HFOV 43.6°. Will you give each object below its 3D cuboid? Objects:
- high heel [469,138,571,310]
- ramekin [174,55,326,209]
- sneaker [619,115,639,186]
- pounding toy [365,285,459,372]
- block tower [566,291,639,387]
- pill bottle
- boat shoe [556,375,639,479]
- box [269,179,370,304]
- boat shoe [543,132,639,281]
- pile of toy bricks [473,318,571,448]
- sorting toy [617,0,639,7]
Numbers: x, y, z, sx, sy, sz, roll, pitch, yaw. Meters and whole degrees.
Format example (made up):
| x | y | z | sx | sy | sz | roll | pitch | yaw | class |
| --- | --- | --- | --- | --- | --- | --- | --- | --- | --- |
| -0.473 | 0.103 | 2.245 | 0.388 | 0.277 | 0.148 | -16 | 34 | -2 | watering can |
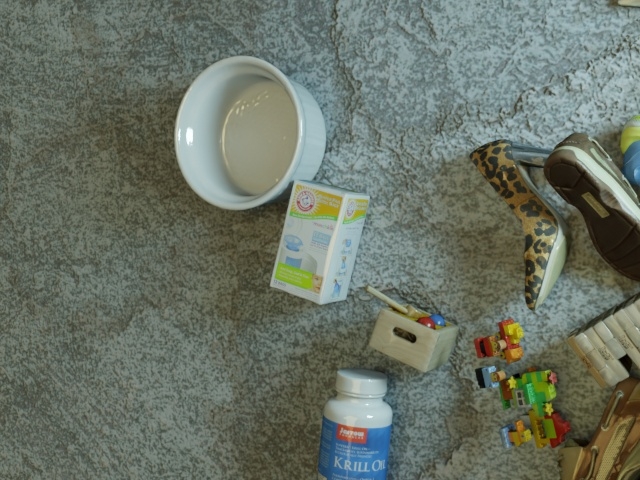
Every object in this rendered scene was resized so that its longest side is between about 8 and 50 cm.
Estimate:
| x | y | z | sx | sy | sz | roll | pitch | yaw | class |
| --- | --- | --- | --- | --- | --- | --- | --- | --- | --- |
| 0.309 | -0.030 | 1.296 | 0.186 | 0.093 | 0.261 | 13 | 90 | 30 | high heel |
| -0.124 | -0.193 | 1.495 | 0.277 | 0.135 | 0.277 | 0 | 90 | 27 | ramekin |
| 0.556 | -0.102 | 1.174 | 0.240 | 0.091 | 0.126 | 21 | 112 | 33 | sneaker |
| 0.147 | 0.144 | 1.358 | 0.141 | 0.130 | 0.100 | 23 | 101 | 26 | pounding toy |
| 0.525 | 0.092 | 1.155 | 0.335 | 0.091 | 0.097 | -39 | 80 | 23 | block tower |
| 0.062 | 0.343 | 1.410 | 0.124 | 0.124 | 0.222 | 6 | 94 | 28 | pill bottle |
| 0.428 | 0.351 | 1.230 | 0.120 | 0.122 | 0.324 | 35 | 98 | 28 | boat shoe |
| 0.000 | 0.000 | 1.449 | 0.114 | 0.103 | 0.203 | 18 | 99 | 26 | box |
| 0.442 | -0.056 | 1.201 | 0.095 | 0.095 | 0.257 | -20 | 116 | 48 | boat shoe |
| 0.329 | 0.230 | 1.263 | 0.105 | 0.118 | 0.212 | -18 | 83 | 46 | pile of toy bricks |
| 0.532 | -0.417 | 1.195 | 0.274 | 0.046 | 0.132 | 12 | 97 | 27 | sorting toy |
